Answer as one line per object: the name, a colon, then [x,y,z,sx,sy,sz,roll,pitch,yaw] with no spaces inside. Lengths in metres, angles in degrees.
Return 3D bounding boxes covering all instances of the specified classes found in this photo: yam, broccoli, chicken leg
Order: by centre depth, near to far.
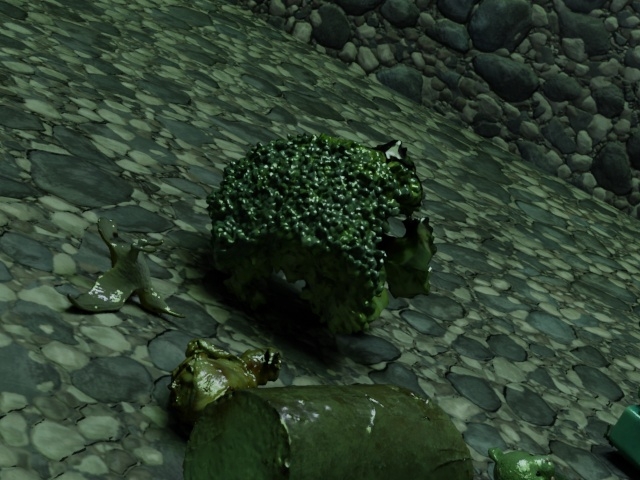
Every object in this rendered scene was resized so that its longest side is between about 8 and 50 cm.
yam: [0.016,0.236,1.377,0.304,0.168,0.168,3,28,-42]
chicken leg: [-0.114,0.163,1.520,0.103,0.088,0.227,13,17,15]
broccoli: [-0.001,-0.013,1.835,0.317,0.338,0.277,44,48,-7]

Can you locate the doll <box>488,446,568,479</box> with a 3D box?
doll: [0.284,0.308,1.639,0.150,0.077,0.115,23,27,-38]

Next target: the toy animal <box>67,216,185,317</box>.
toy animal: [-0.238,0.042,1.677,0.155,0.095,0.219,22,20,8]

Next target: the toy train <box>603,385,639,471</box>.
toy train: [0.522,0.267,1.872,0.203,0.163,0.112,3,30,-42]
